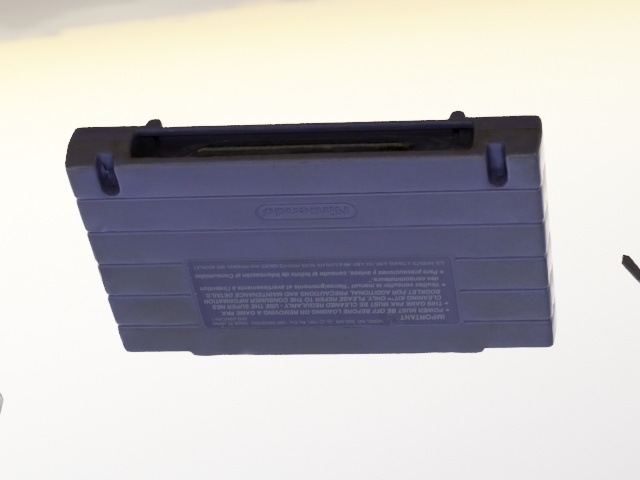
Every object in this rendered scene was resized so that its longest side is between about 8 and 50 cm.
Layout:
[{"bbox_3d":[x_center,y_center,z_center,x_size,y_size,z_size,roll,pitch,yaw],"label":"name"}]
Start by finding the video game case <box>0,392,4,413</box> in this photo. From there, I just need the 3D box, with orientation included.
[{"bbox_3d":[-0.271,0.163,0.767,0.269,0.061,0.244,-15,-138,16],"label":"video game case"}]

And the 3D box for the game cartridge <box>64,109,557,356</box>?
[{"bbox_3d":[0.000,0.000,1.533,0.355,0.230,0.068,-1,-129,9],"label":"game cartridge"}]

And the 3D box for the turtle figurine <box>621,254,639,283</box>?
[{"bbox_3d":[0.290,0.188,1.322,0.275,0.198,0.266,26,-162,-9],"label":"turtle figurine"}]
